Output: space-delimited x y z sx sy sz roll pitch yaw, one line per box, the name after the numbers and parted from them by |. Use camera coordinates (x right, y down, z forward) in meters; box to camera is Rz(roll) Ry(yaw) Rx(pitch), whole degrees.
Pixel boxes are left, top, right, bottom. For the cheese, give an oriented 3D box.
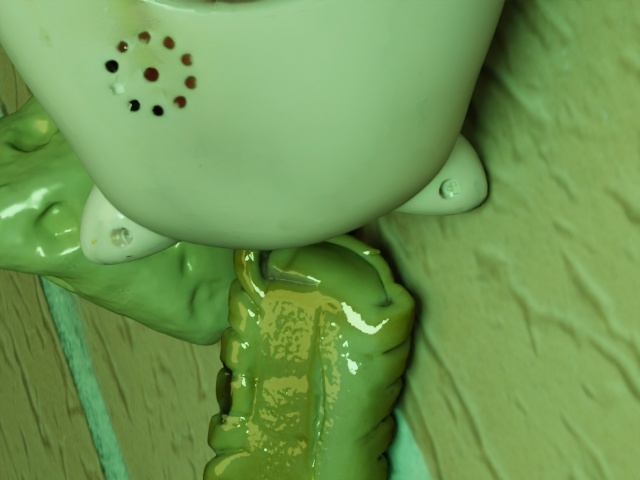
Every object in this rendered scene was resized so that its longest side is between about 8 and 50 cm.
-0.164 -0.064 1.157 0.174 0.251 0.248 13 86 57 | cheese

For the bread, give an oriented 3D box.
-0.006 0.101 1.002 0.134 0.081 0.225 16 105 20 | bread

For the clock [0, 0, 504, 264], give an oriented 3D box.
-0.041 -0.173 0.828 0.250 0.368 0.376 -108 10 -72 | clock
